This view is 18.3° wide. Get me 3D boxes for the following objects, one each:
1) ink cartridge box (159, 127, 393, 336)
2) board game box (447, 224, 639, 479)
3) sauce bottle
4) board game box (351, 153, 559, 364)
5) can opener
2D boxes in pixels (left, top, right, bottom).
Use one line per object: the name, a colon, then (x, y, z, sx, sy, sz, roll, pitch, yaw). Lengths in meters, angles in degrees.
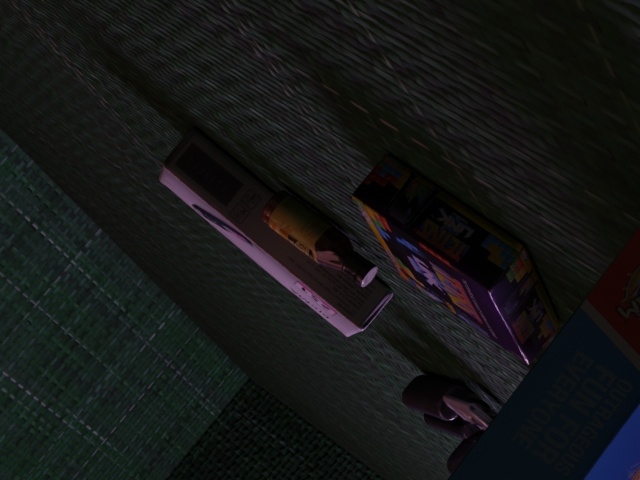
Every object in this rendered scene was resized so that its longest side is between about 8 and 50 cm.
ink cartridge box: (-0.057, -0.001, 2.171, 0.275, 0.060, 0.239, 40, 171, -1)
board game box: (0.183, 0.142, 1.230, 0.064, 0.242, 0.316, 34, 171, 26)
sauce bottle: (0.000, 0.000, 1.973, 0.128, 0.042, 0.042, 37, 172, 21)
board game box: (0.109, 0.017, 1.563, 0.141, 0.048, 0.170, 37, 172, 27)
can opener: (0.147, 0.217, 2.296, 0.076, 0.095, 0.283, 42, 171, -11)
